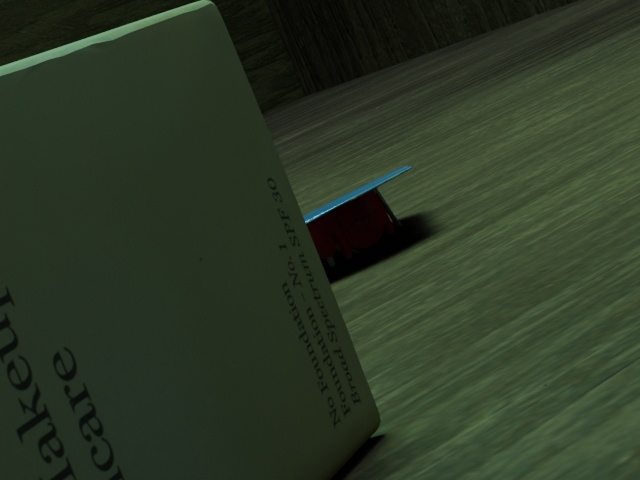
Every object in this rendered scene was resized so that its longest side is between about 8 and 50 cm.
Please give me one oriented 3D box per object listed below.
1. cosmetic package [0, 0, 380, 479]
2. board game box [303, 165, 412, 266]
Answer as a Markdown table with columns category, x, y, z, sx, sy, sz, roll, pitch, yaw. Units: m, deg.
| category | x | y | z | sx | sy | sz | roll | pitch | yaw |
| --- | --- | --- | --- | --- | --- | --- | --- | --- | --- |
| cosmetic package | -0.108 | 0.047 | 0.439 | 0.113 | 0.160 | 0.309 | -19 | 9 | 25 |
| board game box | 0.000 | 0.000 | 1.001 | 0.133 | 0.033 | 0.169 | -27 | 2 | 1 |
